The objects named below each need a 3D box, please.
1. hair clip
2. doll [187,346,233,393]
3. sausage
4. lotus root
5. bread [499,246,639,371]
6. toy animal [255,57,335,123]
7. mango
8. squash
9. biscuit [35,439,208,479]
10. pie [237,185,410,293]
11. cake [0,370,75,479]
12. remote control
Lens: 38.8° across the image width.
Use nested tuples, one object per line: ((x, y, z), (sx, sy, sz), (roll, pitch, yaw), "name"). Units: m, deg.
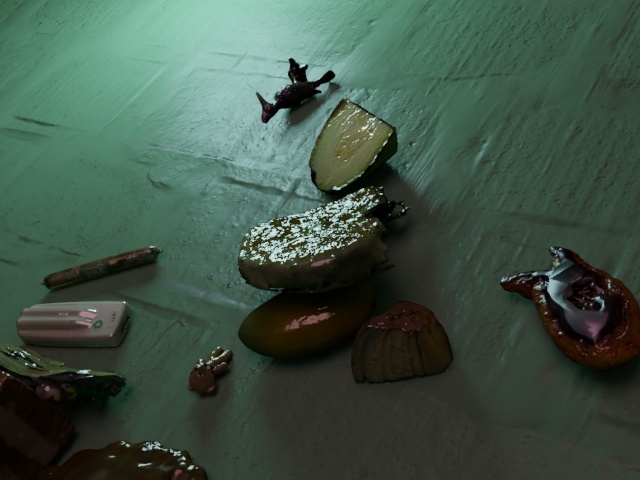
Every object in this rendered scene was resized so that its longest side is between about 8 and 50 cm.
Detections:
((-0.493, 0.245, 1.608), (0.321, 0.138, 0.091), (9, 81, 34), "hair clip")
((-0.189, 0.222, 1.551), (0.062, 0.051, 0.093), (6, 22, 30), "doll")
((-0.441, 0.054, 1.826), (0.269, 0.032, 0.032), (-15, 43, 10), "sausage")
((0.125, 0.151, 1.421), (0.160, 0.135, 0.095), (-4, 44, 2), "lotus root")
((0.389, 0.102, 1.368), (0.139, 0.095, 0.269), (-27, 29, -5), "bread")
((-0.066, -0.326, 2.008), (0.105, 0.070, 0.202), (34, 62, 22), "toy animal")
((-0.021, 0.131, 1.519), (0.238, 0.091, 0.137), (-30, 39, -1), "mango")
((0.069, -0.164, 1.794), (0.184, 0.085, 0.192), (-57, 42, 8), "squash")
((-0.334, 0.435, 1.372), (0.335, 0.078, 0.329), (13, 50, 31), "biscuit")
((0.000, 0.000, 1.564), (0.297, 0.078, 0.371), (-10, 19, 14), "pie")
((-0.577, 0.362, 1.475), (0.199, 0.196, 0.293), (5, 55, 31), "cake")
((-0.472, 0.155, 1.727), (0.230, 0.049, 0.090), (-2, 50, 21), "remote control")
